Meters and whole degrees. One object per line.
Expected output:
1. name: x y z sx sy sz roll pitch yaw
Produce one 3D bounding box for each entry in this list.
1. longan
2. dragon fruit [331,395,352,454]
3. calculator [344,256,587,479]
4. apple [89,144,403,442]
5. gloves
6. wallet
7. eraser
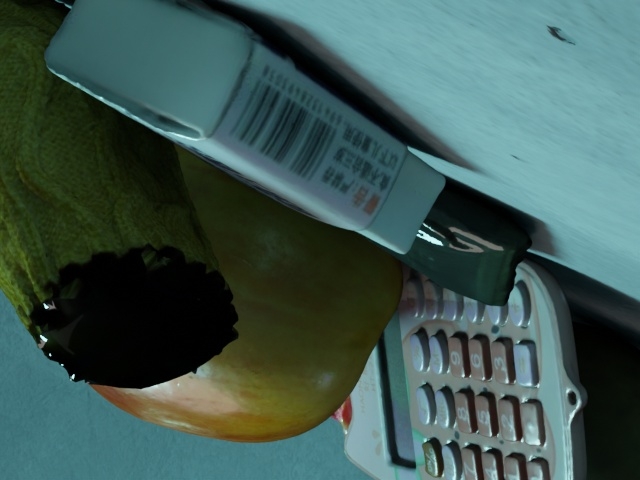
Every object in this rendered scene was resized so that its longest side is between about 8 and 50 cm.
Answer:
1. longan: 0.201 0.174 1.495 0.246 0.215 0.246 17 -155 -8
2. dragon fruit: 0.136 0.148 1.736 0.268 0.205 0.210 18 147 16
3. calculator: 0.106 0.104 1.346 0.048 0.220 0.330 -8 -174 -27
4. apple: -0.062 0.040 1.335 0.241 0.242 0.242 23 176 14
5. gloves: -0.167 -0.058 1.052 0.356 0.155 0.203 44 -176 36
6. wallet: 0.020 -0.036 1.156 0.245 0.052 0.168 28 173 9
7. eraser: -0.034 -0.064 0.953 0.124 0.068 0.210 25 177 34
